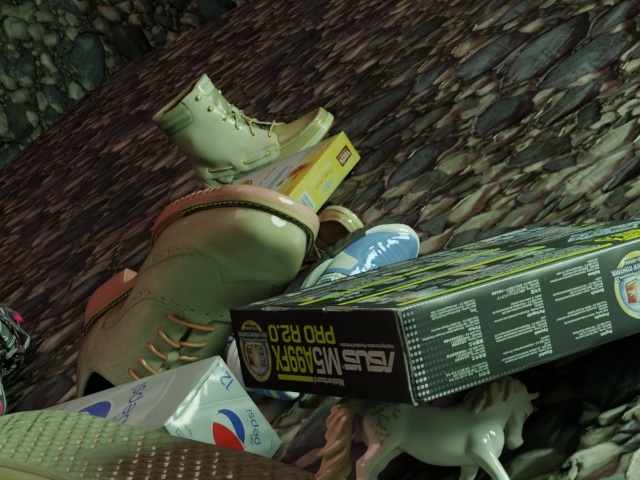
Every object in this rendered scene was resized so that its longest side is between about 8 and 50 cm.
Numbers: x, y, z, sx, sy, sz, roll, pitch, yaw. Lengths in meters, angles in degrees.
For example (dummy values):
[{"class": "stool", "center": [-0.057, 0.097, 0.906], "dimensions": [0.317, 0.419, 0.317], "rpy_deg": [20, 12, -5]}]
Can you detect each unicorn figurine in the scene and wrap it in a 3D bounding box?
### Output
[{"class": "unicorn figurine", "center": [0.079, 0.129, 0.875], "dimensions": [0.060, 0.162, 0.111], "rpy_deg": [135, 146, -57]}]

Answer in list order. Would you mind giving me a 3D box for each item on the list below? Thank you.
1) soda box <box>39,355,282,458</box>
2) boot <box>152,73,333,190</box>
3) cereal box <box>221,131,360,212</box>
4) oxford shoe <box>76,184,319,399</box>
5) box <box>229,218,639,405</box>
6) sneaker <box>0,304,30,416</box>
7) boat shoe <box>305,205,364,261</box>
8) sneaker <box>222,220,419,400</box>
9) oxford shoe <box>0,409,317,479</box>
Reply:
[{"class": "soda box", "center": [-0.174, 0.187, 1.199], "dimensions": [0.286, 0.098, 0.091], "rpy_deg": [-19, 23, 41]}, {"class": "boot", "center": [-0.106, -0.160, 1.904], "dimensions": [0.213, 0.165, 0.077], "rpy_deg": [-30, 18, 21]}, {"class": "cereal box", "center": [-0.082, -0.039, 1.731], "dimensions": [0.240, 0.047, 0.173], "rpy_deg": [-22, 21, 38]}, {"class": "oxford shoe", "center": [-0.121, 0.077, 1.313], "dimensions": [0.397, 0.140, 0.147], "rpy_deg": [-43, 30, 53]}, {"class": "box", "center": [0.106, 0.042, 0.939], "dimensions": [0.270, 0.060, 0.216], "rpy_deg": [-14, 6, -30]}, {"class": "sneaker", "center": [-0.426, 0.144, 1.798], "dimensions": [0.299, 0.112, 0.121], "rpy_deg": [-126, 47, -63]}, {"class": "boat shoe", "center": [0.000, 0.000, 1.475], "dimensions": [0.045, 0.050, 0.135], "rpy_deg": [-47, 10, -27]}, {"class": "sneaker", "center": [0.016, 0.066, 1.232], "dimensions": [0.211, 0.080, 0.081], "rpy_deg": [-43, 34, -15]}, {"class": "oxford shoe", "center": [-0.111, 0.218, 0.970], "dimensions": [0.169, 0.130, 0.449], "rpy_deg": [-11, 12, -42]}]
